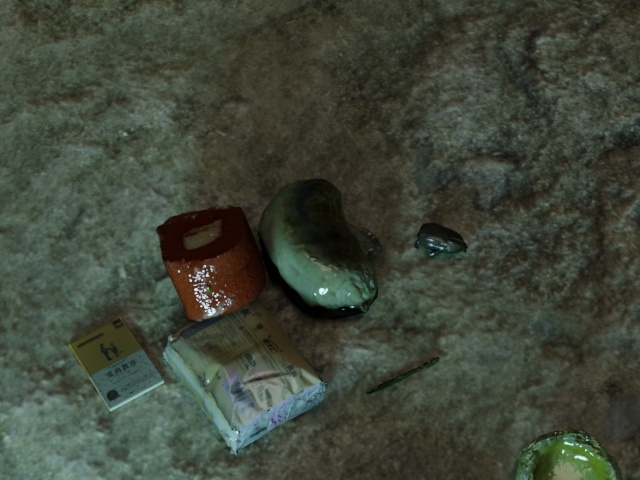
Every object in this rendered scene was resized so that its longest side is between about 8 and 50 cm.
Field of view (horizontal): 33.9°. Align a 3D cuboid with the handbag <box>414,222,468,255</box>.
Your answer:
[{"bbox_3d":[0.256,0.002,2.210,0.111,0.047,0.072,14,49,8],"label":"handbag"}]

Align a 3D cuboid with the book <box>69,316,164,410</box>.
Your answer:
[{"bbox_3d":[-0.394,0.237,2.025,0.118,0.012,0.172,-28,59,-22],"label":"book"}]

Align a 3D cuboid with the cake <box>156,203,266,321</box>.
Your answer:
[{"bbox_3d":[-0.209,0.032,2.045,0.177,0.151,0.283,-22,23,-3],"label":"cake"}]

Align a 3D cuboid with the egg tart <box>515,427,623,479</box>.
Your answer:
[{"bbox_3d":[0.438,0.436,1.879,0.197,0.078,0.197,0,53,0],"label":"egg tart"}]

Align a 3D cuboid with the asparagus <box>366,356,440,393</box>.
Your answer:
[{"bbox_3d":[0.162,0.262,2.034,0.166,0.013,0.016,-22,68,-17],"label":"asparagus"}]

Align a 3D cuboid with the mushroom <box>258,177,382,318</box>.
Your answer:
[{"bbox_3d":[0.000,-0.002,2.151,0.247,0.130,0.344,-9,55,-4],"label":"mushroom"}]

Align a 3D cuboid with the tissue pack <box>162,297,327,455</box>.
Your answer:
[{"bbox_3d":[-0.146,0.238,1.969,0.215,0.123,0.256,-27,60,-23],"label":"tissue pack"}]
